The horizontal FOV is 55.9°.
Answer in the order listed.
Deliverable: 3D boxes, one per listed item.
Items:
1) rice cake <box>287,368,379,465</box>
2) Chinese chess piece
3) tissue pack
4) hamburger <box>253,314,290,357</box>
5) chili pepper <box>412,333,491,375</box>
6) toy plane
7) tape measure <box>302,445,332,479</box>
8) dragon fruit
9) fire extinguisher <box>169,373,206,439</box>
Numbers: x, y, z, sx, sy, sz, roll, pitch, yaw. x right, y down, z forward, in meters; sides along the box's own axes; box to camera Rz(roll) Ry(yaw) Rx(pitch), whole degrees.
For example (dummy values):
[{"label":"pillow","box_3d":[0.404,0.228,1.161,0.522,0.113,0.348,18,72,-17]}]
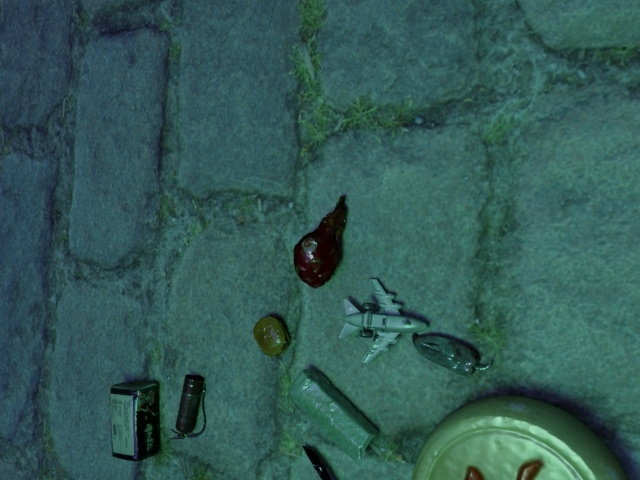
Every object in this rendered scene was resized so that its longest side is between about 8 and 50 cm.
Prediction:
[{"label":"rice cake","box_3d":[0.025,0.331,1.162,0.206,0.063,0.069,37,101,26]},{"label":"Chinese chess piece","box_3d":[0.307,0.413,0.937,0.337,0.140,0.339,-1,87,32]},{"label":"tissue pack","box_3d":[-0.441,0.426,1.436,0.103,0.090,0.170,-4,88,32]},{"label":"hamburger","box_3d":[-0.102,0.200,1.258,0.076,0.044,0.083,-47,63,21]},{"label":"chili pepper","box_3d":[0.222,0.197,1.057,0.153,0.041,0.050,23,58,31]},{"label":"toy plane","box_3d":[0.113,0.151,1.115,0.171,0.065,0.162,-1,77,37]},{"label":"tape measure","box_3d":[0.022,0.587,1.140,0.351,0.097,0.215,42,109,28]},{"label":"dragon fruit","box_3d":[0.000,0.000,1.177,0.094,0.094,0.191,20,94,31]},{"label":"fire extinguisher","box_3d":[-0.295,0.388,1.375,0.078,0.045,0.157,13,95,10]}]
